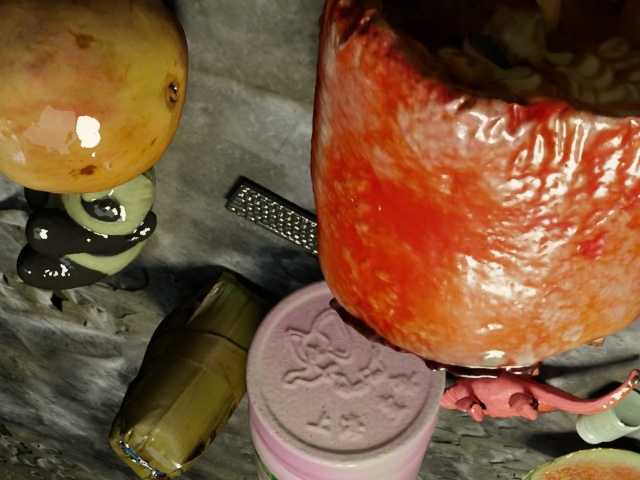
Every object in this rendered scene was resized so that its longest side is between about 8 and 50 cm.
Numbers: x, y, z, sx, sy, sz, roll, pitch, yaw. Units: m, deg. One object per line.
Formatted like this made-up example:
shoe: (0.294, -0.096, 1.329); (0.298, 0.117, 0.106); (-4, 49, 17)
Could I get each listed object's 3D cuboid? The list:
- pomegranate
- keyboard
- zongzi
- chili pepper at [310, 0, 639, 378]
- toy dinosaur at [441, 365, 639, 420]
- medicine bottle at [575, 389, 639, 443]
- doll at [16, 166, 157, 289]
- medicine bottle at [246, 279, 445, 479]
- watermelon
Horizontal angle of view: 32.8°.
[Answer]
pomegranate: (-0.198, -0.131, 0.861); (0.191, 0.191, 0.191); (18, 152, 10)
keyboard: (0.000, 0.000, 1.120); (0.204, 0.013, 0.061); (28, 153, -10)
zongzi: (-0.185, 0.184, 1.323); (0.123, 0.260, 0.289); (40, 147, -13)
chili pepper: (0.117, -0.063, 0.707); (0.251, 0.229, 0.305); (32, 156, 20)
toy dinosaur: (0.246, 0.179, 1.213); (0.286, 0.070, 0.139); (-7, 150, 38)
medicine bottle: (0.316, 0.192, 1.184); (0.047, 0.047, 0.083); (25, 152, -4)
doll: (-0.238, -0.038, 1.116); (0.135, 0.144, 0.234); (4, 155, -16)
medicine bottle: (0.022, 0.201, 1.232); (0.212, 0.212, 0.325); (19, 155, 8)
watermelon: (0.368, 0.308, 1.312); (0.231, 0.128, 0.146); (21, -177, 30)
